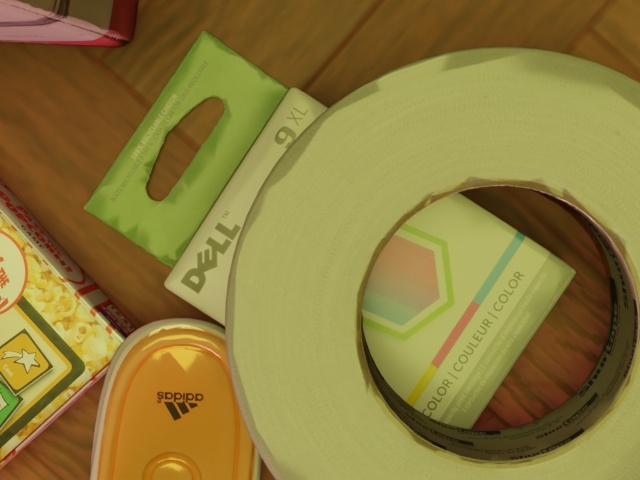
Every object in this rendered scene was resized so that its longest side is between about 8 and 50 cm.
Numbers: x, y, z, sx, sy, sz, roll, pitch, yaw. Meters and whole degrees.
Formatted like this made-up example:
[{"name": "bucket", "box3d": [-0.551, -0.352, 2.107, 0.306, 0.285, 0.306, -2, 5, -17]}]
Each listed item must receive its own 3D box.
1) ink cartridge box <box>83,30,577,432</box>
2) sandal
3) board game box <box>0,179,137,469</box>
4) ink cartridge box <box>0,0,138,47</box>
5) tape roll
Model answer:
[{"name": "ink cartridge box", "box3d": [0.000, 0.000, 0.695, 0.209, 0.062, 0.109, 34, 94, 0]}, {"name": "sandal", "box3d": [-0.075, 0.169, 0.685, 0.102, 0.076, 0.265, 1, 105, 0]}, {"name": "board game box", "box3d": [-0.205, 0.060, 0.717, 0.193, 0.045, 0.147, -42, 90, 4]}, {"name": "ink cartridge box", "box3d": [-0.193, -0.144, 0.585, 0.207, 0.283, 0.117, 4, 94, 2]}, {"name": "tape roll", "box3d": [0.072, 0.031, 0.625, 0.219, 0.072, 0.219, 0, 93, 1]}]
